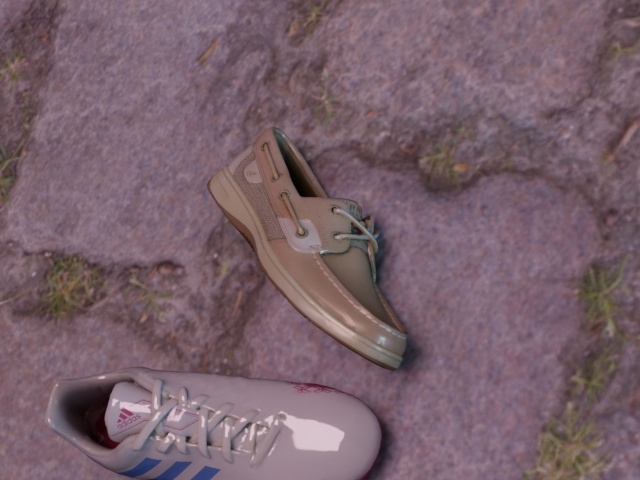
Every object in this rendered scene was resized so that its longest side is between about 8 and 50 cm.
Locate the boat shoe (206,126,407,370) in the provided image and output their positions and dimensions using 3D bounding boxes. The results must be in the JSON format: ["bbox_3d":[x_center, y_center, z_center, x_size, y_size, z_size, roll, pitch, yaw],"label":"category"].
[{"bbox_3d":[0.000,0.000,1.325,0.098,0.109,0.302,-48,47,9],"label":"boat shoe"}]

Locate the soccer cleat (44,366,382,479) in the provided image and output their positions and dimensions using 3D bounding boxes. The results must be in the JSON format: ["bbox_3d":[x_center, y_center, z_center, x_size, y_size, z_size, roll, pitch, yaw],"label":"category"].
[{"bbox_3d":[-0.109,0.176,1.295,0.331,0.143,0.116,-2,69,32],"label":"soccer cleat"}]
